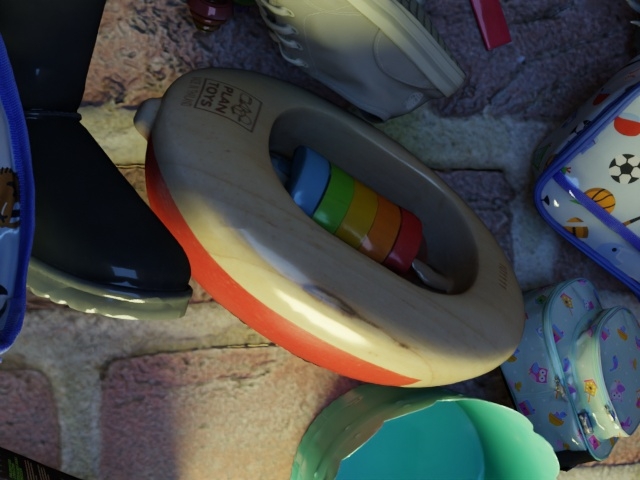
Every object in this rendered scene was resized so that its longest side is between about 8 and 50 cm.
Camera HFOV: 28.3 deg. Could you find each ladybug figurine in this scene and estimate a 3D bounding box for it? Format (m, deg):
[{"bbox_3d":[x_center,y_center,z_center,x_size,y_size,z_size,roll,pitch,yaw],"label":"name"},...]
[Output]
[{"bbox_3d":[0.000,0.000,1.271,0.449,0.305,0.162,34,125,-15],"label":"ladybug figurine"}]

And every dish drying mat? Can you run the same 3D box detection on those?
[{"bbox_3d":[0.187,-0.256,1.416,0.032,0.008,0.083,-23,102,-12],"label":"dish drying mat"}]

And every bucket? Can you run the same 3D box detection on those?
[{"bbox_3d":[0.105,0.281,1.353,0.281,0.183,0.281,-2,96,-15],"label":"bucket"}]

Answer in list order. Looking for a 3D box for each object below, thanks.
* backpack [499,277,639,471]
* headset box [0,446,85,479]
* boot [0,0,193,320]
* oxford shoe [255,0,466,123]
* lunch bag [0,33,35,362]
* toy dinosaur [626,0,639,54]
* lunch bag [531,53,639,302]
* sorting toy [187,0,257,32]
[{"bbox_3d":[0.278,0.136,1.396,0.166,0.144,0.188,-32,94,-51],"label":"backpack"},{"bbox_3d":[-0.306,0.355,1.272,0.283,0.131,0.246,26,87,-16],"label":"headset box"},{"bbox_3d":[-0.207,-0.196,1.108,0.367,0.146,0.445,26,105,27],"label":"boot"},{"bbox_3d":[-0.008,-0.237,1.199,0.130,0.169,0.449,-34,144,14],"label":"oxford shoe"},{"bbox_3d":[-0.412,-0.046,1.040,0.239,0.328,0.385,-14,85,-51],"label":"lunch bag"},{"bbox_3d":[0.457,-0.187,1.460,0.160,0.121,0.313,-27,113,5],"label":"toy dinosaur"},{"bbox_3d":[0.395,-0.043,1.407,0.303,0.115,0.243,38,115,-14],"label":"lunch bag"},{"bbox_3d":[-0.104,-0.243,1.313,0.061,0.102,0.042,35,127,18],"label":"sorting toy"}]
